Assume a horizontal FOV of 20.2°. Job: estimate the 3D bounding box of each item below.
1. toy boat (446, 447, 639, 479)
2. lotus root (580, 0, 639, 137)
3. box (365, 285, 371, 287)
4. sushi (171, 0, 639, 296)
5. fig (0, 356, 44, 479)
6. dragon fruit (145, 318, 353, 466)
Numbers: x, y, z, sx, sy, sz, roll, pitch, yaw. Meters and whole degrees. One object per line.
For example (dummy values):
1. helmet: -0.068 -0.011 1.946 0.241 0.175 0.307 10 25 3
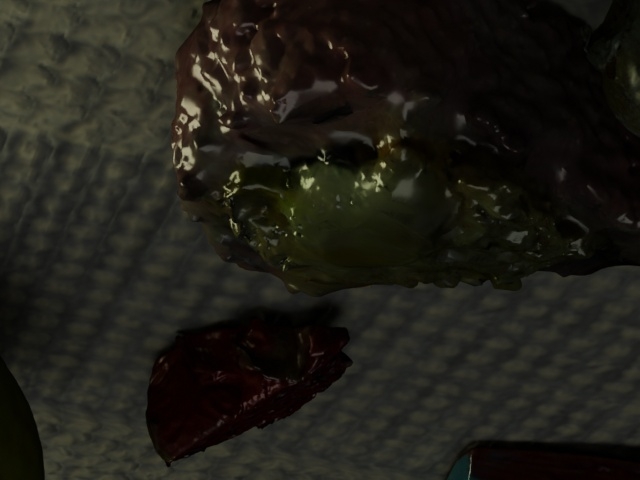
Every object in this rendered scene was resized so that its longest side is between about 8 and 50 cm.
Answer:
1. toy boat: 0.275 0.201 1.190 0.392 0.079 0.136 10 149 -6
2. lotus root: 0.189 -0.071 0.732 0.165 0.088 0.088 4 148 4
3. box: 0.000 0.000 0.935 0.046 0.012 0.083 -3 148 8
4. sushi: 0.045 -0.032 0.798 0.241 0.107 0.161 22 147 -29
5. fig: -0.319 0.132 0.962 0.326 0.258 0.258 9 150 15
6. dragon fruit: -0.044 0.070 1.033 0.097 0.063 0.131 -16 163 -37
